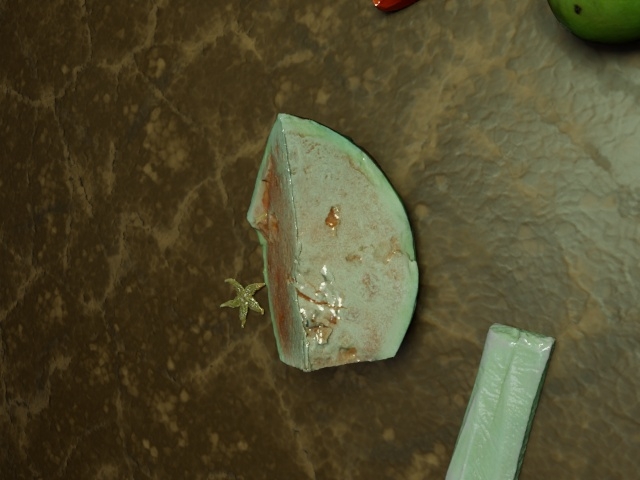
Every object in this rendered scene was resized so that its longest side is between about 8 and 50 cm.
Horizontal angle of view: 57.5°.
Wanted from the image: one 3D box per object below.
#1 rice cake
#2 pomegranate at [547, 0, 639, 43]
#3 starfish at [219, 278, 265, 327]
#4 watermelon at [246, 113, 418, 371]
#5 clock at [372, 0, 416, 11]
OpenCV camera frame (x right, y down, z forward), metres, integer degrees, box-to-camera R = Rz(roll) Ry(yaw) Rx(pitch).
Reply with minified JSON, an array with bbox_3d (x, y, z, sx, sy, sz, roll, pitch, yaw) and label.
[{"bbox_3d":[0.210,0.207,0.690,0.080,0.042,0.222,19,102,34],"label":"rice cake"},{"bbox_3d":[0.274,-0.289,0.534,0.181,0.224,0.182,-33,46,43],"label":"pomegranate"},{"bbox_3d":[-0.118,0.086,0.906,0.092,0.016,0.086,45,111,25],"label":"starfish"},{"bbox_3d":[0.000,0.000,0.734,0.224,0.180,0.305,-9,88,20],"label":"watermelon"},{"bbox_3d":[0.098,-0.383,0.739,0.113,0.061,0.155,-24,82,30],"label":"clock"}]
